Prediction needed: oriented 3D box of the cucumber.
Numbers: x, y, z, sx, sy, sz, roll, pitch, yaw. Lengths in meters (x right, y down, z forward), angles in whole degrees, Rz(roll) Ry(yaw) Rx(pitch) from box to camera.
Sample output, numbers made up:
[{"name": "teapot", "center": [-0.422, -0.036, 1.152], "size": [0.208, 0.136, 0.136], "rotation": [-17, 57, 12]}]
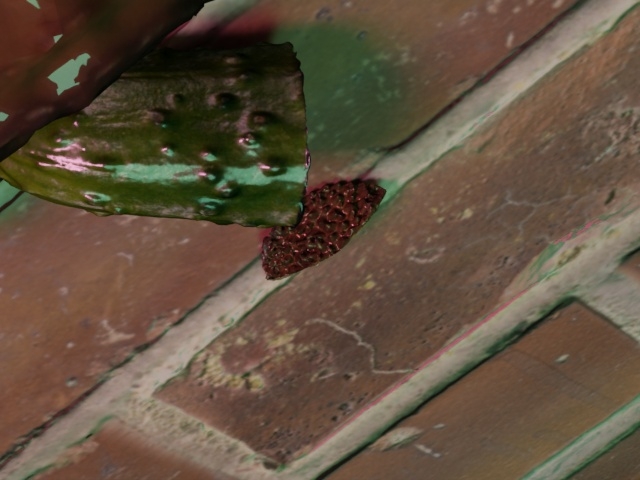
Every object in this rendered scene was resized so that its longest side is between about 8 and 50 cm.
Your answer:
[{"name": "cucumber", "center": [-0.130, -0.072, 1.340], "size": [0.244, 0.134, 0.134], "rotation": [1, 137, -13]}]

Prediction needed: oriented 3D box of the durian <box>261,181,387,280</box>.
[{"name": "durian", "center": [-0.005, -0.009, 1.542], "size": [0.130, 0.052, 0.066], "rotation": [-38, 178, 22]}]

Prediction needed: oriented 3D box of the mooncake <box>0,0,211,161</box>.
[{"name": "mooncake", "center": [-0.197, -0.135, 1.055], "size": [0.324, 0.324, 0.187], "rotation": [-33, 97, 12]}]
